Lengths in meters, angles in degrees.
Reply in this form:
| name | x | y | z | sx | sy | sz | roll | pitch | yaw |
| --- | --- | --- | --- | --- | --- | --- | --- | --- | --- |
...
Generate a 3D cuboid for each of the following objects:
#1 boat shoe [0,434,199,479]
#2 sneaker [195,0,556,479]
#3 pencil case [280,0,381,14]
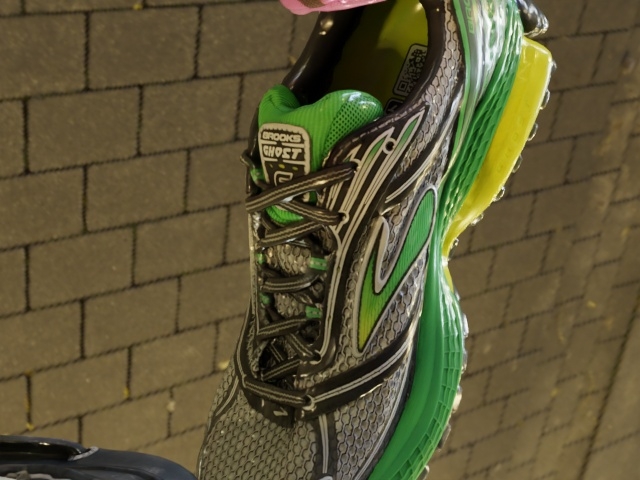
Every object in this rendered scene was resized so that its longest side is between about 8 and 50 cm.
| name | x | y | z | sx | sy | sz | roll | pitch | yaw |
| --- | --- | --- | --- | --- | --- | --- | --- | --- | --- |
| boat shoe | -0.179 | 0.149 | 0.428 | 0.340 | 0.127 | 0.113 | -28 | 176 | 33 |
| sneaker | 0.000 | 0.000 | 0.519 | 0.146 | 0.134 | 0.343 | 25 | 80 | -51 |
| pencil case | -0.004 | -0.189 | 0.354 | 0.098 | 0.095 | 0.209 | -45 | 123 | -50 |
